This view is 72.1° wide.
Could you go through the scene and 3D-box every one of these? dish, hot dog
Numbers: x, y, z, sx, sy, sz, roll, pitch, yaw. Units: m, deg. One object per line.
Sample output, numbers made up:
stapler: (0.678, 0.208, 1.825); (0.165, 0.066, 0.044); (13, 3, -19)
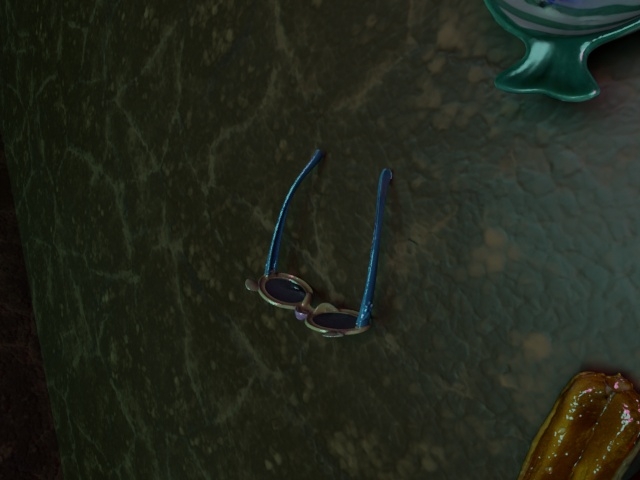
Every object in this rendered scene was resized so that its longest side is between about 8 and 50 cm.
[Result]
dish: (0.225, -0.231, 0.344); (0.224, 0.078, 0.246); (27, 110, 39)
hot dog: (0.231, 0.191, 0.393); (0.071, 0.045, 0.165); (30, 113, 40)

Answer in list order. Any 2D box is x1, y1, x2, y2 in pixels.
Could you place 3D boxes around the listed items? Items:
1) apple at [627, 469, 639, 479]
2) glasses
apple: (0.275, 0.231, 0.274); (0.181, 0.168, 0.181); (12, 106, 45)
glasses: (0.019, 0.005, 0.587); (0.189, 0.088, 0.221); (23, 89, 41)
